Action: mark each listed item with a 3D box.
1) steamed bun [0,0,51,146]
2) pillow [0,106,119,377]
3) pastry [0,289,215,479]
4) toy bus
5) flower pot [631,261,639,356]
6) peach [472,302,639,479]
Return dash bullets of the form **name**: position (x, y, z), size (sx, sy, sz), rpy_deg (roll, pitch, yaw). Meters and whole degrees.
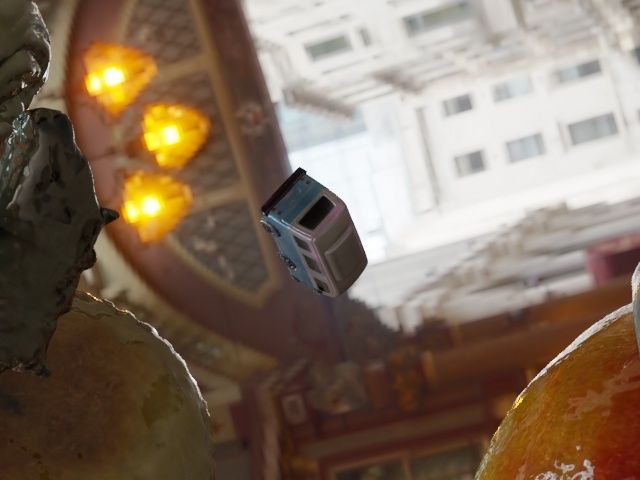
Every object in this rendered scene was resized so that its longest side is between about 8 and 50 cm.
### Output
- **steamed bun**: position (-0.446, -0.138, 1.489), size (0.247, 0.352, 0.339), rpy_deg (58, -162, -17)
- **pillow**: position (-0.204, 0.027, 1.066), size (0.093, 0.241, 0.051), rpy_deg (21, -166, -20)
- **pastry**: position (-0.288, 0.233, 1.501), size (0.312, 0.389, 0.388), rpy_deg (120, 148, -55)
- **toy bus**: position (0.000, 0.000, 1.401), size (0.075, 0.060, 0.123), rpy_deg (33, 162, 30)
- **flower pot**: position (0.237, 0.077, 0.643), size (0.246, 0.195, 0.246), rpy_deg (-12, -90, -77)
- **peach**: position (0.238, 0.187, 1.126), size (0.380, 0.242, 0.306), rpy_deg (-19, -69, -45)
